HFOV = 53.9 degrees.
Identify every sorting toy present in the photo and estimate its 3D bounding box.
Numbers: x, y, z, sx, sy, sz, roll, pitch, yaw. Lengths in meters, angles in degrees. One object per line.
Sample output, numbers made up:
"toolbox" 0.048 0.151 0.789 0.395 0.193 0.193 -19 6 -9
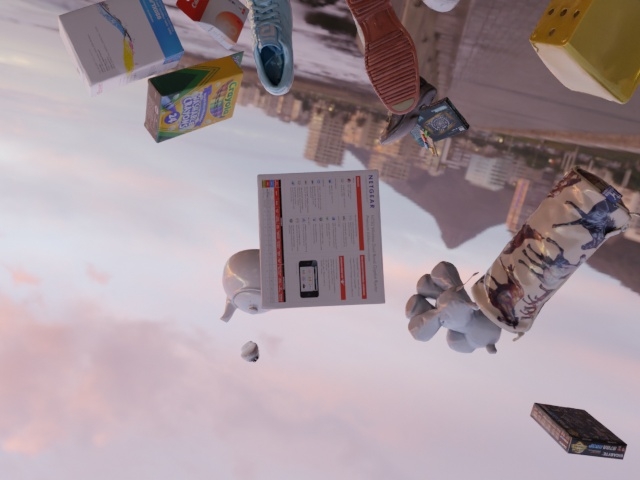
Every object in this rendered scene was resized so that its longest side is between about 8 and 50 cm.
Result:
"sorting toy" 0.247 -0.235 1.460 0.062 0.012 0.083 59 -179 43

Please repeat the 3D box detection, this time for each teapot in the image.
"teapot" -0.213 0.160 2.106 0.253 0.256 0.187 3 -128 -1

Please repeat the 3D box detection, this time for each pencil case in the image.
"pencil case" 0.531 0.035 1.460 0.160 0.410 0.183 15 -153 -51

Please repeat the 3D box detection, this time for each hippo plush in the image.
"hippo plush" 0.419 0.204 1.841 0.237 0.294 0.234 32 -134 -24

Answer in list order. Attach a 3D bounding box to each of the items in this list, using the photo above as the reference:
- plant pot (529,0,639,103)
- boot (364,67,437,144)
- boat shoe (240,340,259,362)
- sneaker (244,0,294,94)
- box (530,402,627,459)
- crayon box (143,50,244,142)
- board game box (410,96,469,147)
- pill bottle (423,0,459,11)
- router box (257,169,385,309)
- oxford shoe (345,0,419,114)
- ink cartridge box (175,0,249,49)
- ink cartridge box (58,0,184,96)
"plant pot" 0.590 -0.449 1.362 0.187 0.212 0.212 23 -165 -22
"boot" 0.209 -0.443 1.877 0.091 0.263 0.229 -14 -120 -50
"boat shoe" -0.170 0.282 1.571 0.040 0.049 0.142 55 173 -6
"sneaker" -0.136 -0.593 1.774 0.135 0.365 0.150 -12 -163 1
"box" 0.739 0.546 1.815 0.175 0.051 0.220 10 -170 -11
"crayon box" -0.357 -0.429 1.878 0.323 0.203 0.083 -28 -109 -31
"board game box" 0.358 -0.371 1.987 0.186 0.026 0.126 -15 128 47
"pill bottle" 0.314 -0.629 1.418 0.131 0.131 0.229 10 160 -12
"router box" 0.000 0.000 1.559 0.302 0.335 0.082 -2 174 0
"oxford shoe" 0.181 -0.532 1.715 0.141 0.396 0.146 -16 180 12
"ink cartridge box" -0.282 -0.620 1.676 0.045 0.145 0.179 -18 137 41
"ink cartridge box" -0.473 -0.467 1.489 0.233 0.168 0.171 -26 -168 -17
